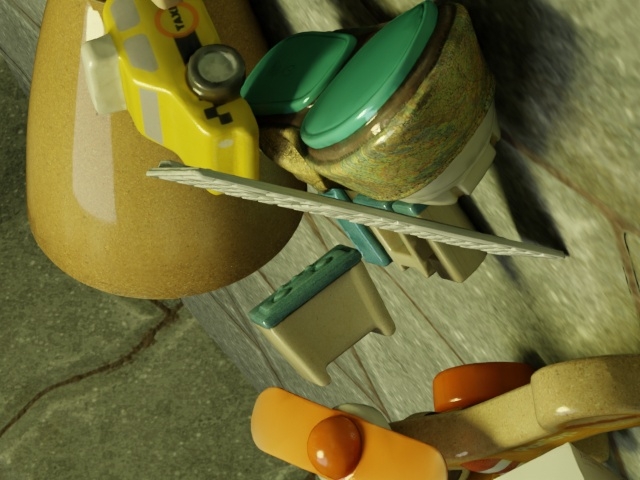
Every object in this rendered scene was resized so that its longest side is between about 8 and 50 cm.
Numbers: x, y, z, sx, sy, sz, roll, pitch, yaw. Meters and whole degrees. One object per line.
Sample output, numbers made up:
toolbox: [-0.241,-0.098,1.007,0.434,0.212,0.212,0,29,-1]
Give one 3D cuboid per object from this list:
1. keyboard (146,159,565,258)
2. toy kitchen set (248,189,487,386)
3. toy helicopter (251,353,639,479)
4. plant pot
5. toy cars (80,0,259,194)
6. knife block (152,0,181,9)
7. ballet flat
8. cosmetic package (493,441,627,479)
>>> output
keyboard: [0.026,-0.015,0.930,0.256,0.014,0.072,12,-178,-29]
toy kitchen set: [0.000,0.000,1.135,0.122,0.166,0.207,55,169,-12]
toy helicopter: [0.101,0.127,1.048,0.355,0.235,0.140,141,130,-62]
plant pot: [-0.133,-0.124,1.233,0.237,0.237,0.254,46,154,33]
toy cars: [-0.132,-0.209,0.961,0.176,0.087,0.393,-144,37,-70]
knife block: [-0.082,-0.227,0.529,0.242,0.275,0.088,1,-141,-51]
ballet flat: [0.041,-0.070,0.914,0.123,0.123,0.348,56,171,-13]
cosmetic package: [0.195,0.207,0.991,0.239,0.060,0.099,34,-152,-54]
